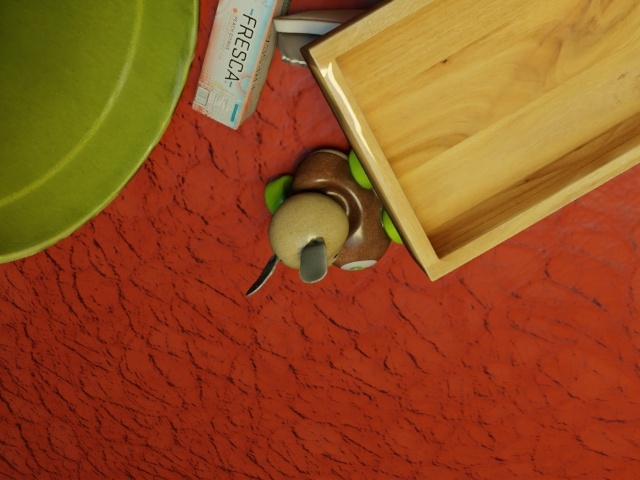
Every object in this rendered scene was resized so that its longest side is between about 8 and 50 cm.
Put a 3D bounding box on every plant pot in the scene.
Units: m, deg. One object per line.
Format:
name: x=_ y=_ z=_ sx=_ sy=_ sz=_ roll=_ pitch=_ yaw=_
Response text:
plant pot: x=-0.372 y=-0.222 z=0.621 sx=0.353 sy=0.366 sz=0.366 roll=32 pitch=126 yaw=11

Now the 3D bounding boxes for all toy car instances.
toy car: x=0.000 y=0.000 z=0.696 sx=0.155 sy=0.188 sz=0.149 roll=-19 pitch=113 yaw=36

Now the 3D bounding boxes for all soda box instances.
soda box: x=-0.079 y=-0.213 z=0.677 sx=0.058 sy=0.063 sz=0.183 roll=26 pitch=126 yaw=1

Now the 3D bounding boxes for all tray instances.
tray: x=0.212 y=-0.161 z=0.502 sx=0.411 sy=0.076 sz=0.203 roll=-30 pitch=110 yaw=1

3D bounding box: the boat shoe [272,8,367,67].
boat shoe: x=0.111 y=-0.162 z=0.618 sx=0.324 sy=0.116 sz=0.096 roll=8 pitch=120 yaw=7
